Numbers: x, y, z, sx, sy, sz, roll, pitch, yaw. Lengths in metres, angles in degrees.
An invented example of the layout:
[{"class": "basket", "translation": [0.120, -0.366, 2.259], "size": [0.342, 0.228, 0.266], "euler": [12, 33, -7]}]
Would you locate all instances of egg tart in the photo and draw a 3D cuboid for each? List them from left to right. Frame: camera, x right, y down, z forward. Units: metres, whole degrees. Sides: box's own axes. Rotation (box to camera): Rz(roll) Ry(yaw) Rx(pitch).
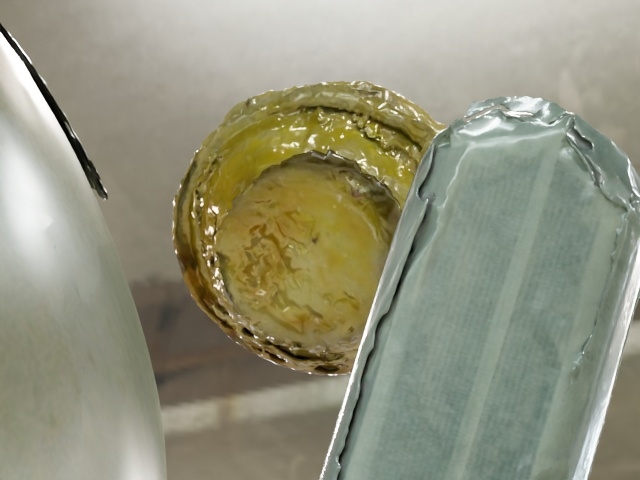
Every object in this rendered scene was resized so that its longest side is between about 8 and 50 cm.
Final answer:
[{"class": "egg tart", "translation": [0.000, 0.000, 0.974], "size": [0.191, 0.074, 0.191], "euler": [4, -70, 12]}]

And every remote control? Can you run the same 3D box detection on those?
[{"class": "remote control", "translation": [0.060, 0.063, 0.668], "size": [0.104, 0.247, 0.052], "euler": [14, -8, 18]}]

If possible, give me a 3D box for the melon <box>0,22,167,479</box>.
[{"class": "melon", "translation": [-0.175, 0.032, 0.368], "size": [0.268, 0.268, 0.330], "euler": [-27, -89, 35]}]
